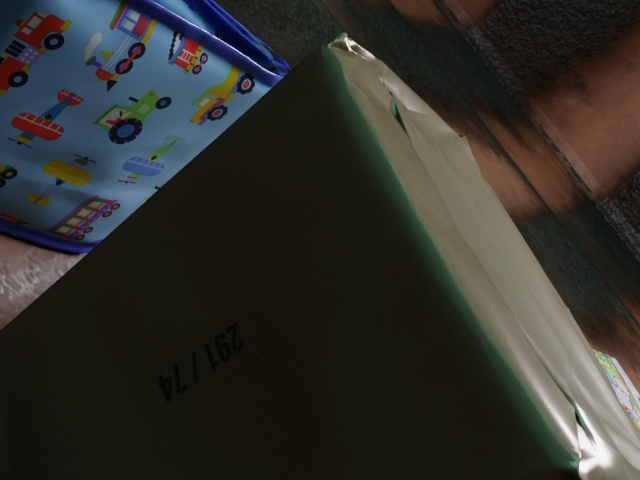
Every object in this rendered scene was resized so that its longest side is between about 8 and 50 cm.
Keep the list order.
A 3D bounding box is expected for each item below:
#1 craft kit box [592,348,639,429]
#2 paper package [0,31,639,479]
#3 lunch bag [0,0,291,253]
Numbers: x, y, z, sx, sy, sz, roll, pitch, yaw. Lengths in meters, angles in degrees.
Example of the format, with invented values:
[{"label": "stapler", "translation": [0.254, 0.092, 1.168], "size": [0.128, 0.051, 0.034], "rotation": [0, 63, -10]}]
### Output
[{"label": "craft kit box", "translation": [0.411, 0.257, 1.986], "size": [0.247, 0.061, 0.249], "rotation": [18, 36, -55]}, {"label": "paper package", "translation": [-0.013, 0.111, 0.813], "size": [0.168, 0.325, 0.309], "rotation": [29, 27, -50]}, {"label": "lunch bag", "translation": [-0.172, -0.101, 1.015], "size": [0.293, 0.221, 0.138], "rotation": [33, 25, -43]}]
